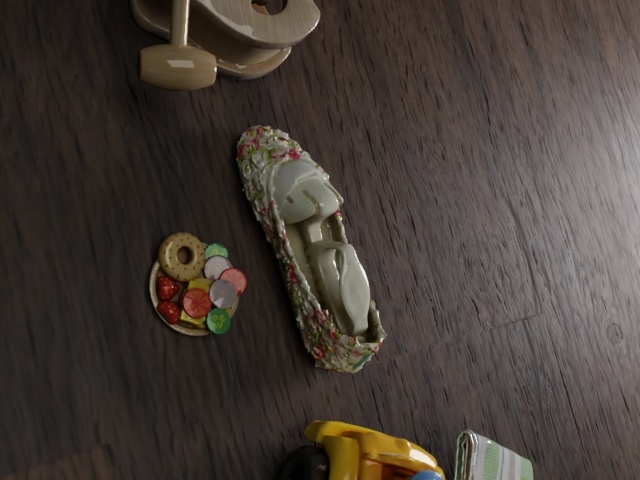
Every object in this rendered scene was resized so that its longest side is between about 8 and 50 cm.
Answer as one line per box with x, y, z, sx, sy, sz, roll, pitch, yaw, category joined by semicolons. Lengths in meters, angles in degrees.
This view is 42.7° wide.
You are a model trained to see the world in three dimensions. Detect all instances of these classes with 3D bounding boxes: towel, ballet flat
0.164;0.245;0.759;0.152;0.023;0.113;33;60;-47;towel
0.000;0.000;0.725;0.091;0.077;0.241;-21;88;-34;ballet flat

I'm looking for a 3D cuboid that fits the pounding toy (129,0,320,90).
-0.068;-0.243;0.702;0.154;0.155;0.269;10;71;-25;pounding toy

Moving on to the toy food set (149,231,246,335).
-0.102;0.038;0.683;0.082;0.020;0.083;21;66;-26;toy food set

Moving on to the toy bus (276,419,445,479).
0.061;0.247;0.613;0.149;0.211;0.220;23;64;-24;toy bus
